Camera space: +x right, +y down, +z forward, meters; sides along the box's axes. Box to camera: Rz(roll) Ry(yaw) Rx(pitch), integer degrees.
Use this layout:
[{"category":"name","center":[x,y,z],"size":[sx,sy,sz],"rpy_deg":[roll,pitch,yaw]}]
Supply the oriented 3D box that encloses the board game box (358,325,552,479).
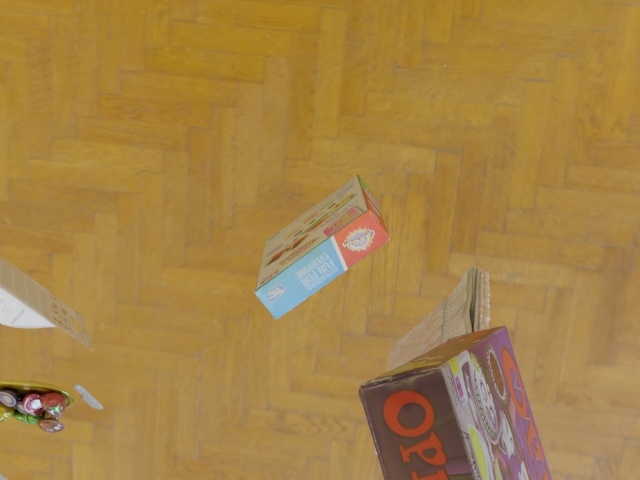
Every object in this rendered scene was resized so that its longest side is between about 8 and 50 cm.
[{"category":"board game box","center":[0.117,0.226,0.420],"size":[0.056,0.208,0.346],"rpy_deg":[-18,84,16]}]

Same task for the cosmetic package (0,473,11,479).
[{"category":"cosmetic package","center":[-0.577,0.525,1.209],"size":[0.153,0.296,0.129],"rpy_deg":[-9,146,4]}]

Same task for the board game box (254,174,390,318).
[{"category":"board game box","center":[0.000,0.000,1.428],"size":[0.242,0.316,0.064],"rpy_deg":[-35,103,9]}]

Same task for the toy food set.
[{"category":"toy food set","center":[-0.544,0.323,1.477],"size":[0.218,0.071,0.128],"rpy_deg":[2,146,4]}]

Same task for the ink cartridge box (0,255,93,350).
[{"category":"ink cartridge box","center":[-0.497,0.110,1.307],"size":[0.056,0.181,0.225],"rpy_deg":[-47,116,-4]}]

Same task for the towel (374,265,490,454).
[{"category":"towel","center":[0.220,0.231,1.538],"size":[0.053,0.331,0.317],"rpy_deg":[34,118,-6]}]
